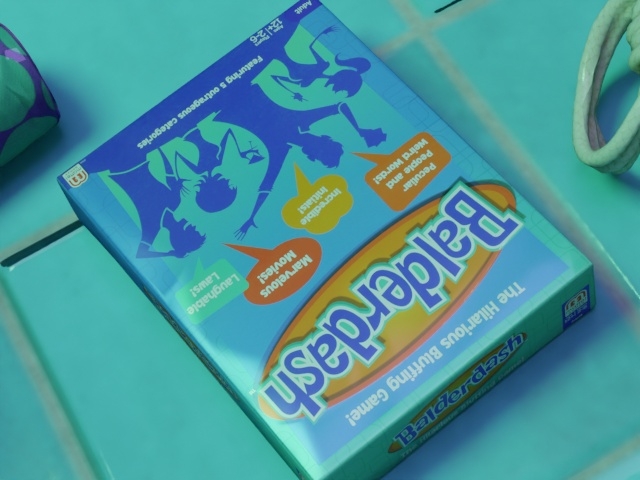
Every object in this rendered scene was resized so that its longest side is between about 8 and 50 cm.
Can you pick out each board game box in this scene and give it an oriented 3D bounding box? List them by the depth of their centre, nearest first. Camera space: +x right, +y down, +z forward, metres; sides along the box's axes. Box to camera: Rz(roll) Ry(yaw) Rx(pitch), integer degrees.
[{"bbox_3d":[0.000,0.000,0.799,0.160,0.047,0.210,-38,62,-11],"label":"board game box"}]

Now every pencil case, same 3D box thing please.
[{"bbox_3d":[-0.204,-0.043,0.852,0.152,0.064,0.070,-39,34,-12],"label":"pencil case"}]

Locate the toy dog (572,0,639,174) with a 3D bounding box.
[{"bbox_3d":[0.241,-0.179,0.793,0.161,0.220,0.333,14,69,-18],"label":"toy dog"}]
